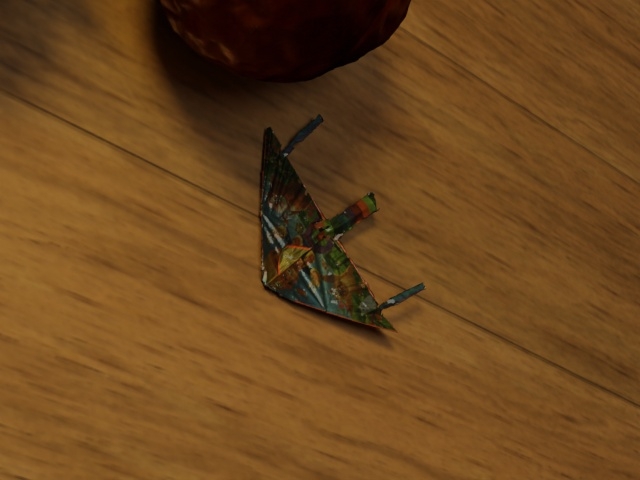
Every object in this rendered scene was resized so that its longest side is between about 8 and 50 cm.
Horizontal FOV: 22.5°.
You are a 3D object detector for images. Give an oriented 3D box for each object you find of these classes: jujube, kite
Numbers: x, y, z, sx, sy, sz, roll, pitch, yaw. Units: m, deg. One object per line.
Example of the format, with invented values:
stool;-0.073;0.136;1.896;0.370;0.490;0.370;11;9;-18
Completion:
jujube;-0.014;-0.203;1.144;0.255;0.190;0.190;4;68;-61
kite;0.000;0.000;1.190;0.160;0.010;0.183;-38;98;-48
